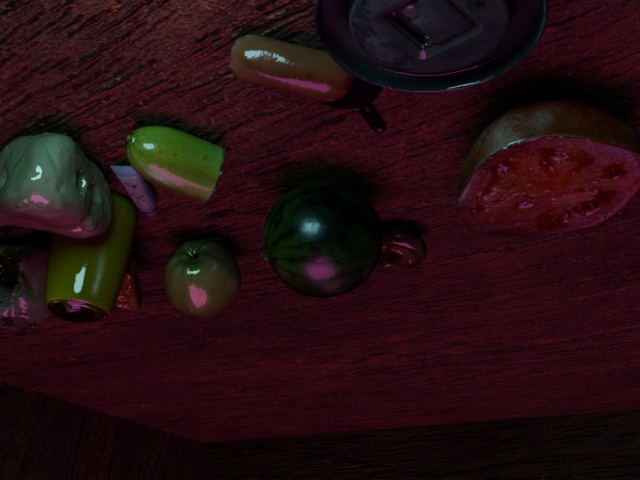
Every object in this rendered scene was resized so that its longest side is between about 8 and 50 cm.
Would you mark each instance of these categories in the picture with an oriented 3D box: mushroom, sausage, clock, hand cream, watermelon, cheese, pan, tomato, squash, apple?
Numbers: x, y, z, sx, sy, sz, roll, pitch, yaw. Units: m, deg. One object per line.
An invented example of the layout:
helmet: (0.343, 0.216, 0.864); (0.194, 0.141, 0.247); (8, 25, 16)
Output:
mushroom: (0.174, 0.014, 1.811); (0.126, 0.085, 0.109); (31, 117, -18)
sausage: (-0.045, -0.264, 1.251); (0.194, 0.077, 0.077); (15, 155, 2)
clock: (0.151, -0.322, 1.126); (0.318, 0.066, 0.319); (5, 155, 2)
hand cream: (-0.380, -0.107, 1.700); (0.065, 0.043, 0.171); (1, 152, 9)
watermelon: (0.005, -0.001, 1.634); (0.242, 0.242, 0.242); (4, 155, 2)
cheese: (-0.510, -0.104, 1.577); (0.251, 0.174, 0.248); (18, 161, -23)
pan: (0.060, -0.237, 1.363); (0.136, 0.028, 0.235); (-7, 152, 25)
tomato: (0.383, -0.135, 1.389); (0.338, 0.144, 0.338); (0, 154, 0)
squash: (-0.276, -0.149, 1.508); (0.186, 0.123, 0.123); (20, 151, -30)
apple: (-0.280, 0.091, 1.944); (0.200, 0.200, 0.200); (4, 155, 2)

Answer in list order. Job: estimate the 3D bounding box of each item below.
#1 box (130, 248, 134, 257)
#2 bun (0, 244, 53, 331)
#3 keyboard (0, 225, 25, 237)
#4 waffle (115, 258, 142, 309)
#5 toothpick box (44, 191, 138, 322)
box: (-0.521, 0.037, 1.999); (0.084, 0.069, 0.122); (-5, 153, 23)
bun: (-0.753, 0.123, 2.041); (0.281, 0.205, 0.281); (7, 169, 1)
keyboard: (-0.786, -0.029, 1.960); (0.230, 0.025, 0.093); (-16, 151, 36)
waffle: (-0.525, 0.099, 1.982); (0.167, 0.057, 0.274); (9, 156, -4)
toothpick box: (-0.501, 0.041, 1.764); (0.174, 0.272, 0.175); (4, 155, 2)
